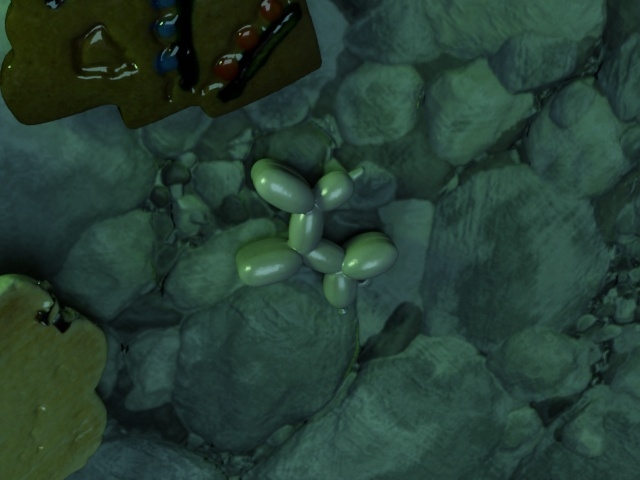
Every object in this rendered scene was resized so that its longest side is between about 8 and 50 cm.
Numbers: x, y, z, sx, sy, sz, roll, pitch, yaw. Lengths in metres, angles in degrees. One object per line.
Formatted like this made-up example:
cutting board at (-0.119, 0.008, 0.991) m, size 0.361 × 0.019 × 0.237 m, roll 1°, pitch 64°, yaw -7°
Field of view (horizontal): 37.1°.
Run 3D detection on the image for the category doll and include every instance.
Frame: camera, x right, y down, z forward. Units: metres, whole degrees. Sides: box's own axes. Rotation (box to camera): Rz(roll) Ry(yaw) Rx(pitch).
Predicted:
doll at (0.000, 0.000, 0.945) m, size 0.160 × 0.059 × 0.161 m, roll 4°, pitch 113°, yaw -16°

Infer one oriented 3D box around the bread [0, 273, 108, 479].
bread at (-0.315, 0.175, 0.869) m, size 0.316 × 0.054 × 0.316 m, roll -36°, pitch 138°, yaw -41°

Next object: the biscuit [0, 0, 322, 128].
biscuit at (-0.126, -0.199, 0.804) m, size 0.302 × 0.043 × 0.278 m, roll 10°, pitch 121°, yaw -26°
